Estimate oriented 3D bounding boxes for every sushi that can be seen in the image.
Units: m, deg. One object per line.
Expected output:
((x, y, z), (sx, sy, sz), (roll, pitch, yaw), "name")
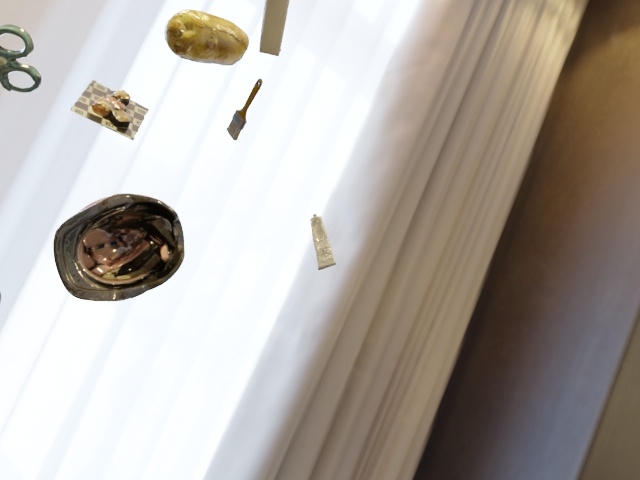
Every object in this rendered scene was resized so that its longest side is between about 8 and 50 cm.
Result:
((-0.424, -0.283, 1.870), (0.139, 0.031, 0.201), (25, 25, -13), "sushi")

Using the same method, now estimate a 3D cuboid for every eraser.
((-0.059, -0.398, 1.343), (0.038, 0.230, 0.157), (8, -50, -5), "eraser")

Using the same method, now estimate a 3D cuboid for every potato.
((-0.223, -0.392, 1.769), (0.170, 0.080, 0.107), (10, -36, -35), "potato")

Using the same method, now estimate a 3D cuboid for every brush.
((-0.164, -0.290, 1.992), (0.014, 0.170, 0.043), (-12, 57, -44), "brush")

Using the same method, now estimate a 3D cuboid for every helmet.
((-0.386, 0.008, 1.728), (0.253, 0.199, 0.154), (-14, 11, -22), "helmet")

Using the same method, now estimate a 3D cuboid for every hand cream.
((0.000, 0.000, 1.436), (0.030, 0.093, 0.019), (-13, -23, -3), "hand cream")

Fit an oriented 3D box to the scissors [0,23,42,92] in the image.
((-0.687, -0.358, 1.799), (0.289, 0.041, 0.138), (3, -59, 15), "scissors")
